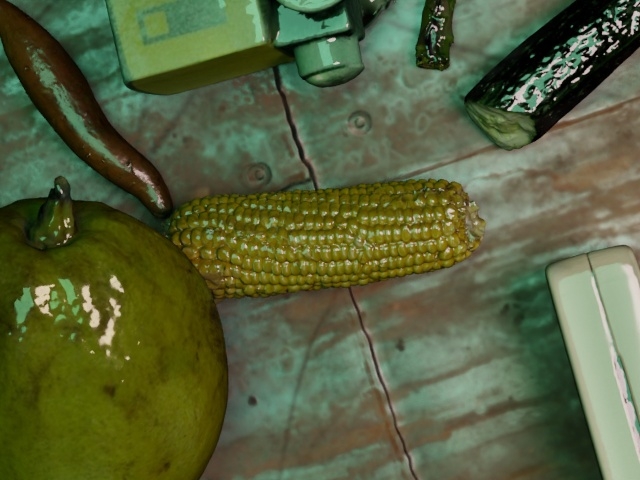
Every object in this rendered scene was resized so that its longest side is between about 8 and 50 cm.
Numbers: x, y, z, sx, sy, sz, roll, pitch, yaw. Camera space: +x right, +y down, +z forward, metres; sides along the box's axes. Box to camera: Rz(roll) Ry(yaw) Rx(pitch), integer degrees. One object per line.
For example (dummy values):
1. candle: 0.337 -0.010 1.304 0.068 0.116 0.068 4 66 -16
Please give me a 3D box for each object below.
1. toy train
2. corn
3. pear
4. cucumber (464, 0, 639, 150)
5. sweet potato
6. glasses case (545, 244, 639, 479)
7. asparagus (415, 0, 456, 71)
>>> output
1. toy train: -0.087 -0.317 1.413 0.253 0.160 0.397 -13 87 13
2. corn: 0.000 0.000 1.414 0.293 0.106 0.106 -5 87 9
3. pear: -0.217 0.101 1.331 0.287 0.287 0.375 14 129 8
4. cucumber: 0.236 -0.176 1.399 0.241 0.074 0.074 -41 83 3
5. sweet potato: -0.230 -0.122 1.474 0.057 0.057 0.264 -36 88 5
6. glasses case: 0.270 0.172 1.349 0.076 0.144 0.336 -16 85 6
7. asparagus: 0.115 -0.237 1.440 0.036 0.030 0.165 13 92 32
